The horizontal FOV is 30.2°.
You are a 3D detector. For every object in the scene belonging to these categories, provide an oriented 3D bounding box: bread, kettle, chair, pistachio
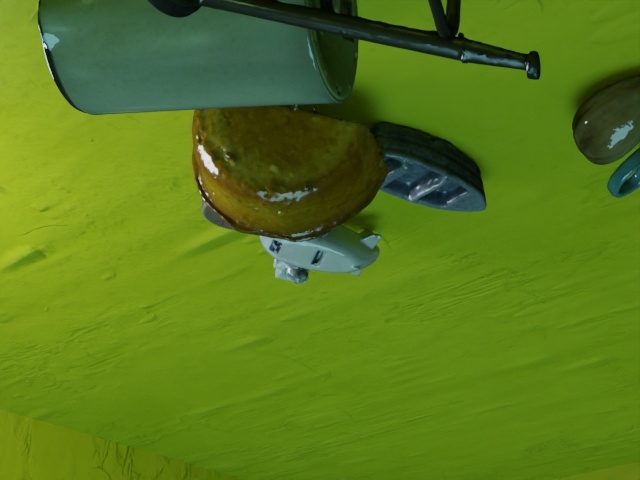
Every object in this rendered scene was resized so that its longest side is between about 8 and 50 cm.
[{"bbox_3d":[-0.072,-0.108,1.928,0.340,0.179,0.194,14,153,10],"label":"bread"},{"bbox_3d":[-0.144,-0.293,1.628,0.376,0.250,0.361,-4,-179,16],"label":"kettle"},{"bbox_3d":[0.008,-0.402,1.233,0.410,0.362,0.365,-2,153,16],"label":"chair"},{"bbox_3d":[0.473,-0.192,1.874,0.126,0.108,0.185,4,148,-32],"label":"pistachio"}]

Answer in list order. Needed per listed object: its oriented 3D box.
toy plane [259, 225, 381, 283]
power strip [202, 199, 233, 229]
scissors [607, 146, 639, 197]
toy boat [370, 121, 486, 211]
[{"bbox_3d":[0.000,0.000,2.286,0.244,0.117,0.245,-1,136,-1],"label":"toy plane"},{"bbox_3d":[-0.143,-0.080,2.168,0.154,0.078,0.154,1,156,1],"label":"power strip"},{"bbox_3d":[0.588,-0.222,1.827,0.192,0.029,0.447,-26,157,-30],"label":"scissors"},{"bbox_3d":[0.181,-0.118,2.072,0.283,0.078,0.127,18,148,-30],"label":"toy boat"}]
